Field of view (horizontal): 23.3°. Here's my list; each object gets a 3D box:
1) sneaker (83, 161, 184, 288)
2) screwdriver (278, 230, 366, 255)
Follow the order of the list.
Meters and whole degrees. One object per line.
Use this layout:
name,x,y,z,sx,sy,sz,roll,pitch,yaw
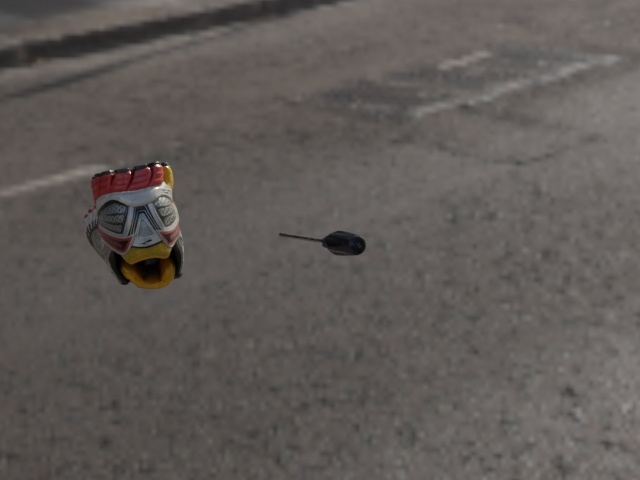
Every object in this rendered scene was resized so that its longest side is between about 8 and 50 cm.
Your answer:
sneaker,-0.164,0.005,1.369,0.088,0.092,0.225,-10,-13,-5
screwdriver,0.000,0.000,1.502,0.025,0.024,0.170,8,0,-23
